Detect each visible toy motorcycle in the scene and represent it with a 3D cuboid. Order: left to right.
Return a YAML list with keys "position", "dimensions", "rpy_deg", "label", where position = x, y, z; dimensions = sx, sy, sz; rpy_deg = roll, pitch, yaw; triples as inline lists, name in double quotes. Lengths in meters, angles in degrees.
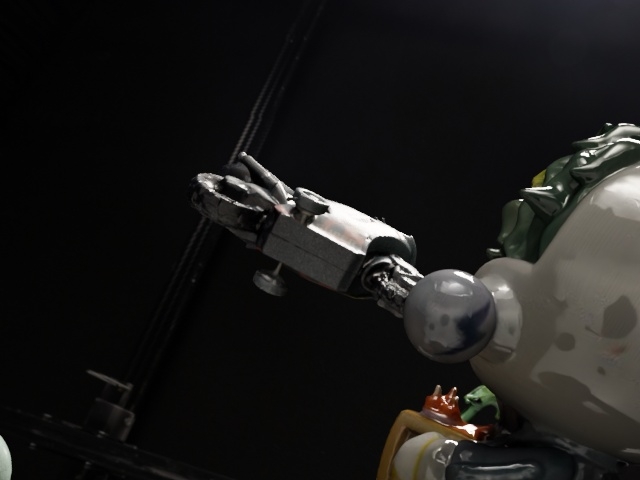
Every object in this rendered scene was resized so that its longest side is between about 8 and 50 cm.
- position: [0.000, 0.000, 0.733]
  dimensions: [0.307, 0.173, 0.108]
  rpy_deg: [28, -75, 3]
  label: "toy motorcycle"

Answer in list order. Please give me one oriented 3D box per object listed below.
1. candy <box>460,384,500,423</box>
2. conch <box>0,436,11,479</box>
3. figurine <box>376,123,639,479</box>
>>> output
- position: [0.165, 0.155, 0.641]
  dimensions: [0.262, 0.077, 0.073]
  rpy_deg: [-43, -163, 1]
  label: "candy"
- position: [-0.523, 0.331, 0.868]
  dimensions: [0.121, 0.221, 0.185]
  rpy_deg: [-28, -105, 27]
  label: "conch"
- position: [0.149, 0.109, 0.391]
  dimensions: [0.186, 0.261, 0.382]
  rpy_deg: [24, -92, 44]
  label: "figurine"
